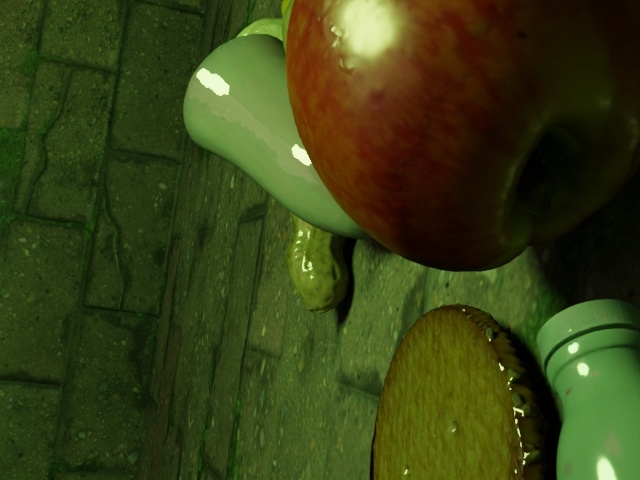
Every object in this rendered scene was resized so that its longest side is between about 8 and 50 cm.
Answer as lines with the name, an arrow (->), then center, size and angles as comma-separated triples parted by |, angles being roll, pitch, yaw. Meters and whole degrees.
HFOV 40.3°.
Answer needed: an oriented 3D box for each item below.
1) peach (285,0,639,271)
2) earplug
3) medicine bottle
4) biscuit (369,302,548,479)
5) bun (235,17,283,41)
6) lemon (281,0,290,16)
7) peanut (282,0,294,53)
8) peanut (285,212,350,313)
peach -> 0.093, -0.121, 0.592 | 0.281, 0.238, 0.280 | 166, 90, -73
earplug -> -0.016, -0.104, 1.029 | 0.301, 0.172, 0.172 | 44, 128, 37
medicine bottle -> 0.173, 0.136, 0.465 | 0.090, 0.091, 0.216 | 116, 156, -44
biscuit -> 0.108, 0.201, 0.732 | 0.305, 0.038, 0.305 | -172, 90, -74
bun -> -0.099, -0.259, 1.466 | 0.220, 0.134, 0.220 | 178, 90, -69
lemon -> -0.036, -0.391, 1.475 | 0.083, 0.062, 0.062 | 132, 145, -84
peanut -> 0.051, -0.212, 0.889 | 0.192, 0.170, 0.387 | 68, 172, -18
peanut -> 0.002, 0.000, 1.117 | 0.089, 0.089, 0.192 | 146, 127, -67
